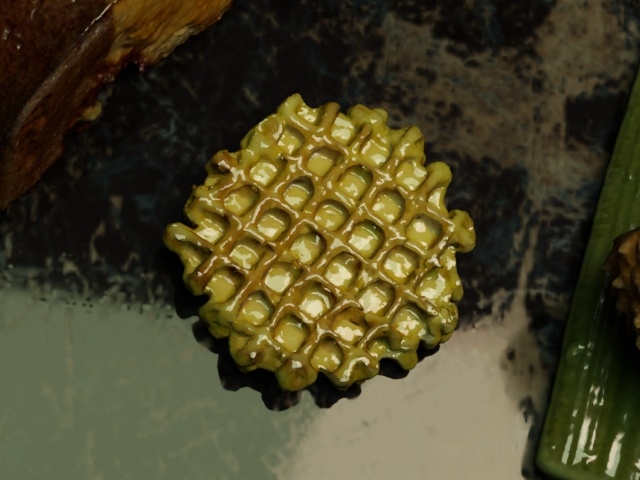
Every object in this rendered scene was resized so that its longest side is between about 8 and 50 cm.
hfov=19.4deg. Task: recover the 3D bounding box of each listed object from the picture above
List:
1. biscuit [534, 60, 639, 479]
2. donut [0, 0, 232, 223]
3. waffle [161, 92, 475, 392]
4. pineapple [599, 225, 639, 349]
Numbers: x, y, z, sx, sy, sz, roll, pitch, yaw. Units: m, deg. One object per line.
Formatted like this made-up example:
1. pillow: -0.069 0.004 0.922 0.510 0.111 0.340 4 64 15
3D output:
1. biscuit: 0.213 0.008 1.158 0.099 0.038 0.322 19 68 -2
2. donut: -0.141 -0.129 1.087 0.085 0.141 0.217 41 63 12
3. waffle: 0.004 0.003 1.113 0.191 0.038 0.191 4 70 -10
4. pineapple: 0.255 0.109 1.053 0.119 0.130 0.277 -21 90 -19
